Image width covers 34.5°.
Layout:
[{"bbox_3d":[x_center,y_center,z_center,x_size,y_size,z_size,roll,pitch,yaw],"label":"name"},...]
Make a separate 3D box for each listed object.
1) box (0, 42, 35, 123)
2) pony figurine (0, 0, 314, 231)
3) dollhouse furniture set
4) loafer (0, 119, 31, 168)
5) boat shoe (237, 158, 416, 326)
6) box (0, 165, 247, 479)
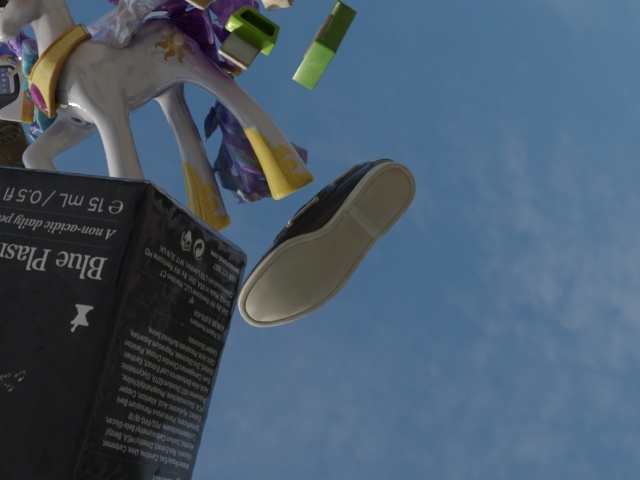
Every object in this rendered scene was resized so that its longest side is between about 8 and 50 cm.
[{"bbox_3d":[-0.368,-0.173,1.094,0.136,0.028,0.081,6,-81,-10],"label":"box"},{"bbox_3d":[-0.160,-0.180,0.981,0.351,0.303,0.363,-30,-87,-30],"label":"pony figurine"},{"bbox_3d":[-0.055,-0.163,0.680,0.151,0.076,0.058,32,-136,-6],"label":"dollhouse furniture set"},{"bbox_3d":[-0.424,-0.103,1.328,0.268,0.092,0.102,52,-150,11],"label":"loafer"},{"bbox_3d":[0.000,0.000,0.970,0.206,0.065,0.075,-43,-63,-7],"label":"boat shoe"},{"bbox_3d":[-0.131,0.056,0.410,0.093,0.156,0.158,43,-124,-63],"label":"box"}]
